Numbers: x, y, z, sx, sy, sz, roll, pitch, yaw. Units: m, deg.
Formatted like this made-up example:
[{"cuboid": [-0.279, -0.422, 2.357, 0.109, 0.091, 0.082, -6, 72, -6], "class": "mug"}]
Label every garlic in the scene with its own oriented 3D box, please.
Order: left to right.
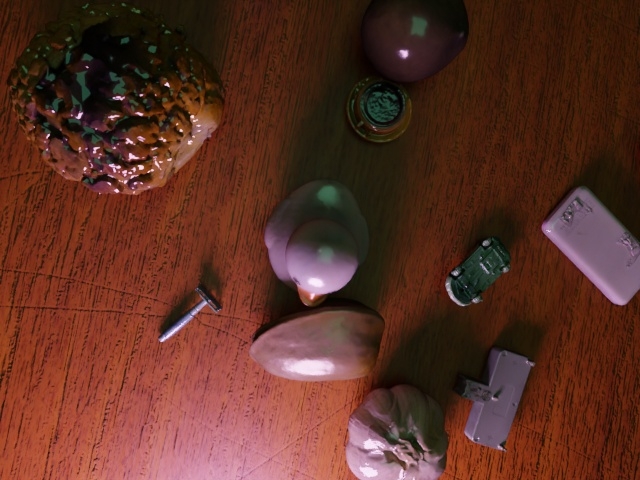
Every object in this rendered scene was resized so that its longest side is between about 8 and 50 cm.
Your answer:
[{"cuboid": [0.159, 0.408, 0.858, 0.227, 0.152, 0.228, -1, 92, -16], "class": "garlic"}]

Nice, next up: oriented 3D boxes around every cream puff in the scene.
[{"cuboid": [-0.340, -0.245, 0.731, 0.342, 0.231, 0.328, -11, 89, -9], "class": "cream puff"}]

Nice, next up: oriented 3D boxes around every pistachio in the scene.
[{"cuboid": [-0.009, 0.191, 0.814, 0.260, 0.163, 0.213, -3, 131, -9], "class": "pistachio"}]

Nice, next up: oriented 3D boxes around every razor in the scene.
[{"cuboid": [-0.270, 0.155, 0.846, 0.135, 0.040, 0.068, -41, 96, -2], "class": "razor"}]

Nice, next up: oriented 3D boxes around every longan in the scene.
[{"cuboid": [0.183, -0.414, 0.832, 0.220, 0.196, 0.197, -32, 96, -24], "class": "longan"}]

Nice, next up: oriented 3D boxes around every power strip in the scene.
[{"cuboid": [0.373, 0.342, 0.936, 0.145, 0.061, 0.216, 19, 87, -10], "class": "power strip"}]

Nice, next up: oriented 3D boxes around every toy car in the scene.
[{"cuboid": [0.341, 0.065, 0.929, 0.186, 0.058, 0.093, -40, 96, -18], "class": "toy car"}]

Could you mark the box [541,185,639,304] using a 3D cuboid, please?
[{"cuboid": [0.655, 0.013, 0.986, 0.285, 0.044, 0.142, 43, 87, -8], "class": "box"}]

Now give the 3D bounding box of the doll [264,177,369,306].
[{"cuboid": [0.000, 0.000, 0.792, 0.220, 0.221, 0.251, 16, 77, -9], "class": "doll"}]

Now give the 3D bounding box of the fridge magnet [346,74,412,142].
[{"cuboid": [0.125, -0.278, 0.887, 0.142, 0.063, 0.143, 0, 91, -6], "class": "fridge magnet"}]
